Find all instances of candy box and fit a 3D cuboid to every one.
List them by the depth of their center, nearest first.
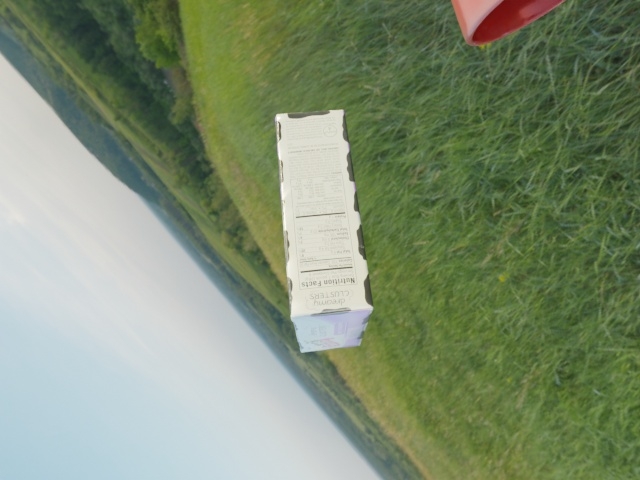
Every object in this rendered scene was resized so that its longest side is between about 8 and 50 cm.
[{"bbox_3d":[0.000,0.000,0.478,0.165,0.070,0.197,90,174,-68],"label":"candy box"}]

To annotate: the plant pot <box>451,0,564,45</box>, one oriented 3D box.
[{"bbox_3d":[0.296,-0.489,0.729,0.243,0.274,0.275,62,167,2],"label":"plant pot"}]
